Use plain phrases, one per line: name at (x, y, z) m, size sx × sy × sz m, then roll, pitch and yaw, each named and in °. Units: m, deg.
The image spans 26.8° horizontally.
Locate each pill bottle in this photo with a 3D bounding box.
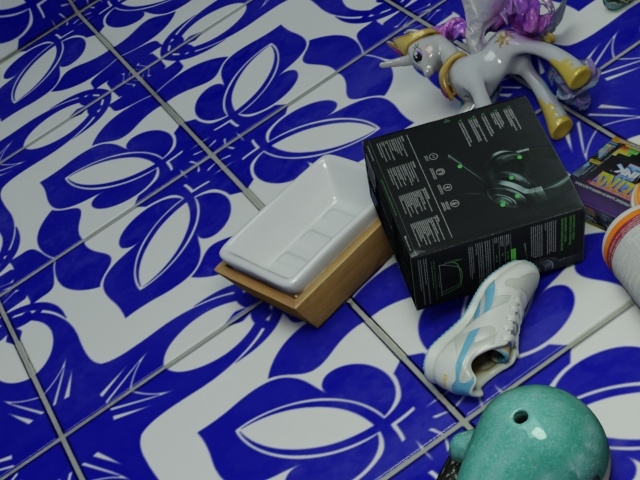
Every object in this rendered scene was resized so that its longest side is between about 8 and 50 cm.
pill bottle at (0.469, 0.053, 1.780) m, size 0.121 × 0.121 × 0.221 m, roll -27°, pitch 35°, yaw 3°

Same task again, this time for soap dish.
soap dish at (0.000, 0.000, 2.179) m, size 0.291 × 0.118 × 0.229 m, roll -44°, pitch 37°, yaw -20°

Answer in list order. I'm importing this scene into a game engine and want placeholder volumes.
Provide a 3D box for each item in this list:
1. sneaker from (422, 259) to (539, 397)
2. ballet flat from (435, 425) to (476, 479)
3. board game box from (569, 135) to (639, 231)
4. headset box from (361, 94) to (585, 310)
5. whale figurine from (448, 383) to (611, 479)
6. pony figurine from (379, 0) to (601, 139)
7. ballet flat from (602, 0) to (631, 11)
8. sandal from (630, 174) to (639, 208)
sneaker at (0.247, 0.126, 1.887) m, size 0.092 × 0.087 × 0.229 m, roll 24°, pitch 67°, yaw 40°
ballet flat at (0.177, 0.310, 1.740) m, size 0.049 × 0.057 × 0.173 m, roll 31°, pitch 58°, yaw 6°
board game box at (0.459, -0.078, 2.015) m, size 0.141 × 0.048 × 0.170 m, roll -39°, pitch 36°, yaw -15°
headset box at (0.234, -0.063, 1.989) m, size 0.283 × 0.131 × 0.246 m, roll -17°, pitch 51°, yaw -4°
whale figurine at (0.225, 0.286, 1.630) m, size 0.272 × 0.141 × 0.216 m, roll -39°, pitch 44°, yaw -14°
pony figurine at (0.308, -0.324, 2.279) m, size 0.351 × 0.303 × 0.363 m, roll -38°, pitch 50°, yaw 2°
ballet flat at (0.586, -0.489, 2.429) m, size 0.188 × 0.070 × 0.070 m, roll -39°, pitch 36°, yaw -14°
sandal at (0.529, -0.134, 1.930) m, size 0.102 × 0.076 × 0.265 m, roll 21°, pitch 59°, yaw 42°
